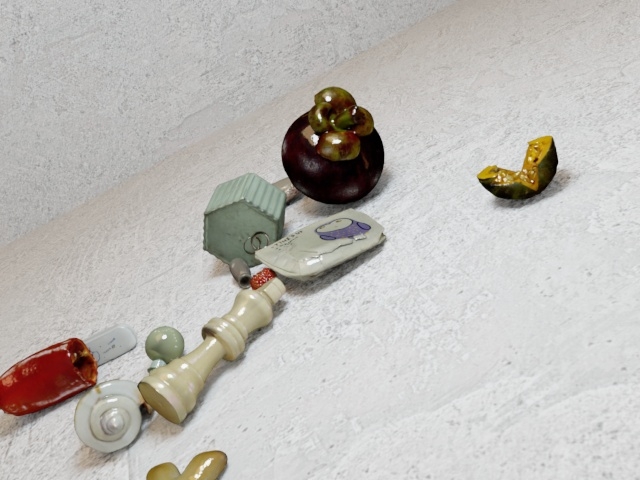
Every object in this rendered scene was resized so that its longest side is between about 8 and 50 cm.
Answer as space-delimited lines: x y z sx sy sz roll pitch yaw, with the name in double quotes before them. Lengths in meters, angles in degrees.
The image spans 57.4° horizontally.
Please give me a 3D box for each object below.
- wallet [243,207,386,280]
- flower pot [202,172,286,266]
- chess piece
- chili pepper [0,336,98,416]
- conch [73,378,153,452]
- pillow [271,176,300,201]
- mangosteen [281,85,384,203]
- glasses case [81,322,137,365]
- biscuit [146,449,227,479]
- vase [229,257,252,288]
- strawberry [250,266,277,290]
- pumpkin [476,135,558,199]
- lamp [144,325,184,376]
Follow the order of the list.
"wallet" 0.000 0.002 1.485 0.335 0.068 0.275 -23 28 -19
"flower pot" -0.214 -0.055 1.666 0.239 0.209 0.189 -18 27 14
"chess piece" -0.212 0.212 1.277 0.117 0.117 0.397 0 35 43
"chili pepper" -0.728 0.365 1.442 0.338 0.134 0.131 -28 43 -2
"conch" -0.455 0.342 1.241 0.158 0.127 0.255 -40 28 -24
"pillow" -0.177 -0.132 1.941 0.270 0.067 0.173 -32 21 -13
"mangosteen" 0.044 -0.270 1.682 0.307 0.347 0.306 4 53 -6
"glasses case" -0.573 0.280 1.526 0.197 0.076 0.049 -25 24 3
"biscuit" -0.241 0.441 0.950 0.164 0.047 0.208 -21 26 14
"vase" -0.212 0.090 1.574 0.053 0.053 0.100 -29 29 -6
"strawberry" -0.135 0.113 1.457 0.073 0.073 0.083 -29 62 -5
"pumpkin" 0.460 -0.149 1.333 0.184 0.107 0.119 -28 17 15
"lamp" -0.371 0.278 1.347 0.091 0.091 0.163 -15 42 23
